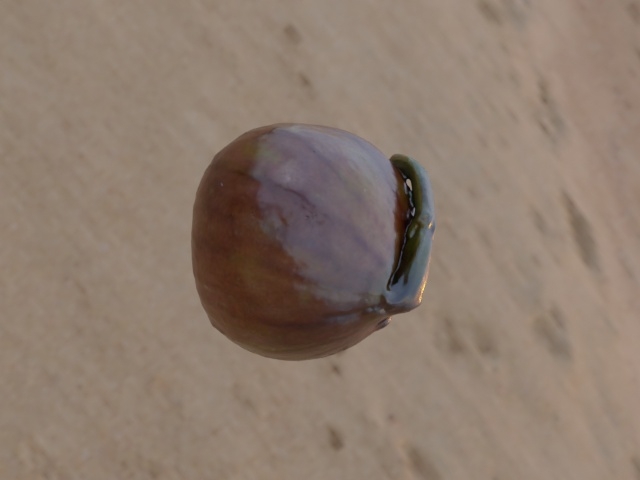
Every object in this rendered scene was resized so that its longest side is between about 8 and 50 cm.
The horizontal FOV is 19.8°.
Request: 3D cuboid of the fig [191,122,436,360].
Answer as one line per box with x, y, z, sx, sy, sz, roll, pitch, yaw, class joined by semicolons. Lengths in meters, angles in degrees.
-0.001;0.001;1.422;0.205;0.205;0.205;41;26;-25;fig
